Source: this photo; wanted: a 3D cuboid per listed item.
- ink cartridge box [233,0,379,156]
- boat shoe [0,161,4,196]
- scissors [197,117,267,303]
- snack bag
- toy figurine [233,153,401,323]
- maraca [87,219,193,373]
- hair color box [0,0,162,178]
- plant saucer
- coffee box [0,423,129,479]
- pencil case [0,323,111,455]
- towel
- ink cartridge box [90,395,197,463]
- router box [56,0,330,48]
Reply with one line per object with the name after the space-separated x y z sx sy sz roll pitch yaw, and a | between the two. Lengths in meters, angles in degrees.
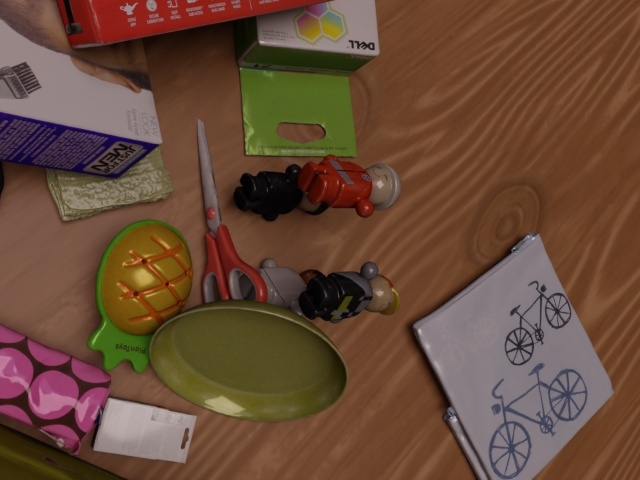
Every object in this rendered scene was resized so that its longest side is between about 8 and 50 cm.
-0.016 -0.255 0.896 0.188 0.097 0.256 -3 85 -26 | ink cartridge box
-0.415 -0.159 0.699 0.109 0.089 0.258 -32 98 -25 | boat shoe
-0.147 -0.015 0.840 0.021 0.109 0.297 -1 61 -49 | scissors
0.320 0.204 1.040 0.323 0.037 0.343 -32 99 -25 | snack bag
0.000 0.000 0.818 0.148 0.213 0.210 -1 88 -42 | toy figurine
-0.215 0.067 0.764 0.127 0.099 0.186 18 81 -43 | maraca
-0.341 -0.185 0.638 0.338 0.110 0.185 5 65 -51 | hair color box
-0.084 0.144 0.767 0.240 0.241 0.037 28 43 -20 | plant saucer
-0.275 0.387 0.569 0.337 0.338 0.335 33 71 -19 | coffee box
-0.340 0.154 0.699 0.209 0.095 0.098 30 61 -17 | pencil case
-0.268 -0.091 0.797 0.148 0.027 0.110 -17 91 -25 | towel
-0.218 0.235 0.785 0.115 0.029 0.063 18 76 -24 | ink cartridge box
-0.139 -0.387 0.670 0.335 0.082 0.301 -27 117 -35 | router box
